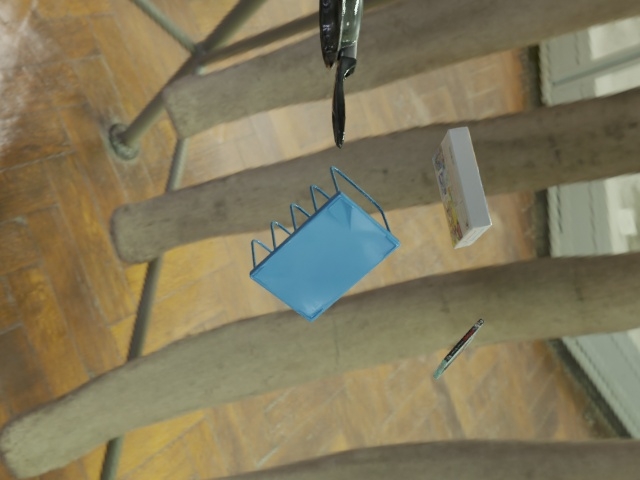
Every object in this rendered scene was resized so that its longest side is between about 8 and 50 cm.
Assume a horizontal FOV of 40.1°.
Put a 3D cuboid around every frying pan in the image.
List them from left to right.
[{"bbox_3d":[0.034,-0.302,1.225,0.326,0.053,0.197,-101,-166,-45],"label":"frying pan"}]

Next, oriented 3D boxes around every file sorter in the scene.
[{"bbox_3d":[0.000,0.000,1.202,0.118,0.170,0.104,39,20,-28],"label":"file sorter"}]

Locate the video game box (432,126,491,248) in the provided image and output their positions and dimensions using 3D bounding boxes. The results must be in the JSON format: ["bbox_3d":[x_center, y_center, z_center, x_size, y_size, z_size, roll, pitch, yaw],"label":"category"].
[{"bbox_3d":[0.281,-0.102,1.763,0.187,0.048,0.205,112,-33,-77],"label":"video game box"}]

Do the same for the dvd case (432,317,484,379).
[{"bbox_3d":[0.263,0.206,1.666,0.013,0.087,0.119,39,62,15],"label":"dvd case"}]
